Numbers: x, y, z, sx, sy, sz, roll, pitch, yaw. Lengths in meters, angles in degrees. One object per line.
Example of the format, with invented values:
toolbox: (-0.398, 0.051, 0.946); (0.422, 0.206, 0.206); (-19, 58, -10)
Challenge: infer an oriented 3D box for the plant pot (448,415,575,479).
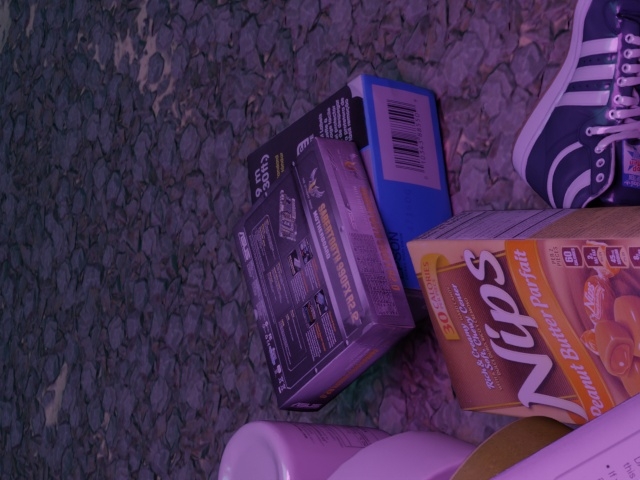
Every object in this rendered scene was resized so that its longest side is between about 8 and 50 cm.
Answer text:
plant pot: (0.259, 0.314, 1.222); (0.293, 0.274, 0.275); (17, 97, 39)

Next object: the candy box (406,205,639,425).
candy box: (0.229, 0.068, 1.371); (0.316, 0.087, 0.183); (-1, 111, 54)

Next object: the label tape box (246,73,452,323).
label tape box: (0.000, 0.000, 1.748); (0.347, 0.115, 0.249); (-30, 60, 46)

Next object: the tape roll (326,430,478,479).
tape roll: (0.099, 0.321, 1.387); (0.100, 0.286, 0.286); (15, 95, 53)

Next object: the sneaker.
sneaker: (0.280, -0.131, 1.391); (0.282, 0.099, 0.153); (-67, 32, 31)

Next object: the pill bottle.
pill bottle: (0.022, 0.253, 1.558); (0.131, 0.229, 0.131); (-16, 70, 52)

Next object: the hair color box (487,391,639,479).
hair color box: (0.304, 0.166, 1.062); (0.374, 0.113, 0.185); (-30, 78, 3)

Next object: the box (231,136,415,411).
box: (-0.003, 0.036, 1.603); (0.183, 0.056, 0.231); (-45, 51, 40)
